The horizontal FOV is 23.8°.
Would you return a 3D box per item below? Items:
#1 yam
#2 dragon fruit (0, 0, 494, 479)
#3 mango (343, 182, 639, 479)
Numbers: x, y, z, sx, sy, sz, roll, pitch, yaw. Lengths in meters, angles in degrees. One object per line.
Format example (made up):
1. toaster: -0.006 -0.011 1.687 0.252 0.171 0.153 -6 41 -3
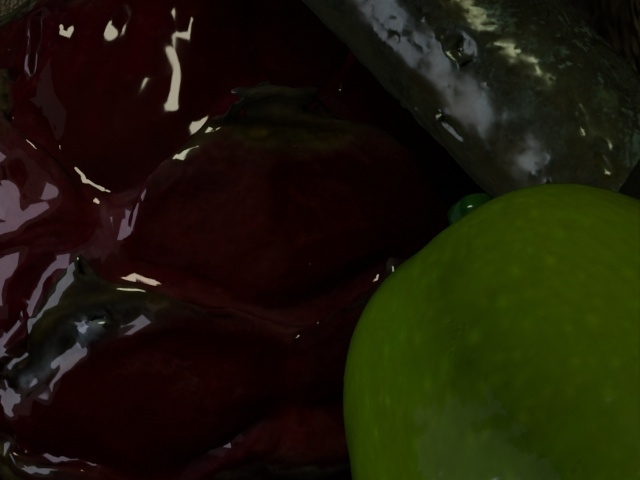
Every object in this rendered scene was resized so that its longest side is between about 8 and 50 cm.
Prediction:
1. yam: 0.063 -0.071 0.582 0.179 0.078 0.078 48 158 17
2. dragon fruit: -0.043 0.006 0.735 0.329 0.329 0.329 169 90 -79
3. mango: 0.114 0.132 0.441 0.192 0.156 0.343 86 163 -48
